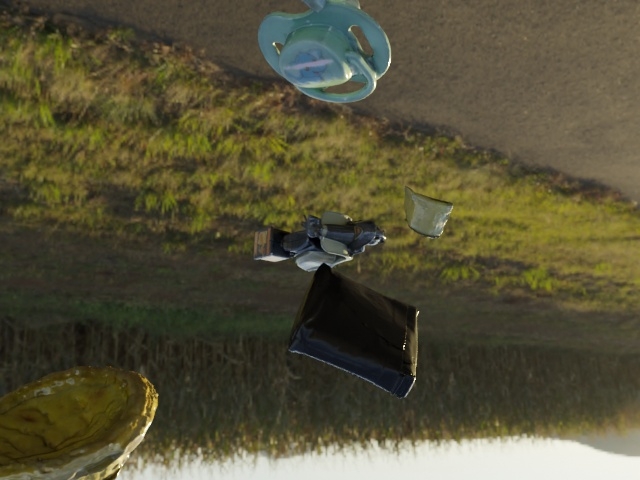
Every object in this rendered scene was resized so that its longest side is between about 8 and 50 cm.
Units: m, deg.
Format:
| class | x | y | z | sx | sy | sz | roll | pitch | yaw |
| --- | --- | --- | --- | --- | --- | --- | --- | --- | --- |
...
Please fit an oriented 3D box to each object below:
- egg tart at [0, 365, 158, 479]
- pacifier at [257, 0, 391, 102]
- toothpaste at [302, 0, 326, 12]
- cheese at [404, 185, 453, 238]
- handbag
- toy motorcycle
| class | x | y | z | sx | sy | sz | roll | pitch | yaw |
| --- | --- | --- | --- | --- | --- | --- | --- | --- | --- |
| egg tart | -0.249 | 0.191 | 0.635 | 0.191 | 0.074 | 0.191 | -8 | -157 | 3 |
| pacifier | 0.013 | -0.212 | 0.687 | 0.150 | 0.117 | 0.127 | -5 | 140 | 40 |
| toothpaste | 0.065 | -0.347 | 0.598 | 0.074 | 0.297 | 0.048 | 41 | -174 | -2 |
| cheese | 0.154 | -0.045 | 1.004 | 0.084 | 0.060 | 0.041 | 30 | -154 | 23 |
| handbag | 0.071 | 0.146 | 1.150 | 0.222 | 0.080 | 0.247 | 22 | -153 | 1 |
| toy motorcycle | 0.000 | 0.000 | 1.252 | 0.157 | 0.091 | 0.263 | 11 | 163 | -36 |
